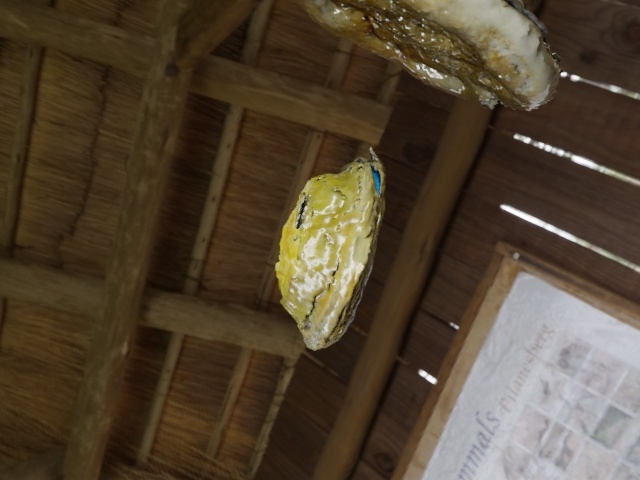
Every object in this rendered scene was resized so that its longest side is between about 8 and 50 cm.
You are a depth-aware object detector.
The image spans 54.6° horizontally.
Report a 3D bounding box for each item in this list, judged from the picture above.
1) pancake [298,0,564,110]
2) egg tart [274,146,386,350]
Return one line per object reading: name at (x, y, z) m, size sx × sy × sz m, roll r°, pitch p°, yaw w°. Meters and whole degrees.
pancake at (0.133, -0.266, 0.792) m, size 0.382 × 0.382 × 0.071 m, roll 21°, pitch -82°, yaw -58°
egg tart at (0.000, 0.000, 0.833) m, size 0.107 × 0.290 × 0.290 m, roll 17°, pitch -73°, yaw -12°
